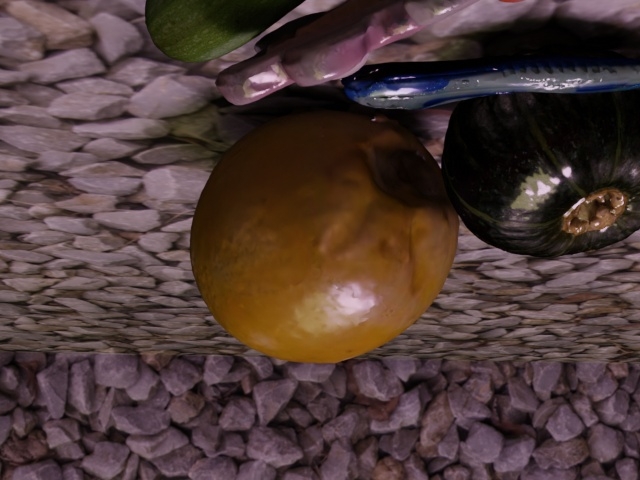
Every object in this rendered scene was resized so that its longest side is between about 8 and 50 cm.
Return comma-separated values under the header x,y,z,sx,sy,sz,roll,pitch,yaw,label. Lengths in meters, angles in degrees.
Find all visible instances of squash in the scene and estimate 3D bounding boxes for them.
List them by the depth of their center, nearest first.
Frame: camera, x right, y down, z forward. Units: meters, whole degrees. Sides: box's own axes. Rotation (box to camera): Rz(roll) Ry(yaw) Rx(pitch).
x,y,z,sx,sy,sz,roll,pitch,yaw,label
-0.039,-0.165,0.665,0.077,0.068,0.219,8,162,-30,squash
0.189,-0.069,0.861,0.193,0.156,0.193,4,144,3,squash

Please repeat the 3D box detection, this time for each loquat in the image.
x,y,z,sx,sy,sz,roll,pitch,yaw,label
0.000,0.000,0.984,0.243,0.244,0.244,0,165,0,loquat

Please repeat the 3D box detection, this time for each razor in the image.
x,y,z,sx,sy,sz,roll,pitch,yaw,label
0.173,-0.117,0.711,0.324,0.056,0.093,-13,166,-11,razor

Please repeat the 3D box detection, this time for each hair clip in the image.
x,y,z,sx,sy,sz,roll,pitch,yaw,label
0.057,-0.145,0.630,0.257,0.146,0.075,-27,109,25,hair clip
